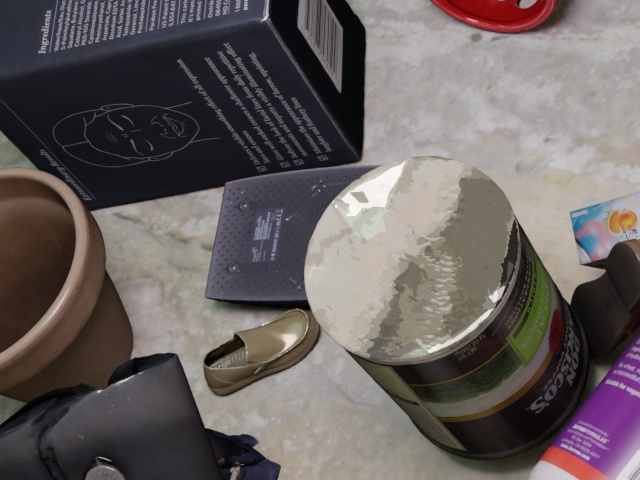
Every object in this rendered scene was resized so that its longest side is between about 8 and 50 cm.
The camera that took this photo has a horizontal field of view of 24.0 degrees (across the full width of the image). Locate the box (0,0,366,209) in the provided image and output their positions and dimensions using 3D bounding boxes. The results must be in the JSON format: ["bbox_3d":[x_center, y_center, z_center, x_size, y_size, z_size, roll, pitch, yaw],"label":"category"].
[{"bbox_3d":[-0.179,-0.220,1.793,0.395,0.293,0.212,-9,58,19],"label":"box"}]

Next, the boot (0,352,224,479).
[{"bbox_3d":[-0.069,0.306,1.390,0.367,0.146,0.445,-22,89,11],"label":"boot"}]

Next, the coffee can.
[{"bbox_3d":[0.126,0.071,1.431,0.201,0.275,0.202,-10,61,19],"label":"coffee can"}]

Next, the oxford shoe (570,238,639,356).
[{"bbox_3d":[0.307,0.057,1.490,0.076,0.212,0.076,-16,70,-19],"label":"oxford shoe"}]

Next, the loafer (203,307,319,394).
[{"bbox_3d":[-0.069,0.123,1.693,0.148,0.050,0.056,-33,54,3],"label":"loafer"}]

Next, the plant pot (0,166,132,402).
[{"bbox_3d":[-0.330,0.081,1.725,0.263,0.229,0.263,-11,59,19],"label":"plant pot"}]

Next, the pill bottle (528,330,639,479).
[{"bbox_3d":[0.352,0.162,1.400,0.181,0.181,0.323,33,78,35],"label":"pill bottle"}]

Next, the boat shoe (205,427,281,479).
[{"bbox_3d":[-0.161,0.342,1.572,0.127,0.158,0.341,45,115,43],"label":"boat shoe"}]

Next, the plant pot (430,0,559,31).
[{"bbox_3d":[0.213,-0.369,1.772,0.191,0.191,0.174,9,59,28],"label":"plant pot"}]

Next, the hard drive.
[{"bbox_3d":[0.000,0.000,1.731,0.254,0.054,0.172,-4,61,22],"label":"hard drive"}]

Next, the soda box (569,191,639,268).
[{"bbox_3d":[0.344,-0.022,1.487,0.183,0.063,0.058,-18,75,30],"label":"soda box"}]
